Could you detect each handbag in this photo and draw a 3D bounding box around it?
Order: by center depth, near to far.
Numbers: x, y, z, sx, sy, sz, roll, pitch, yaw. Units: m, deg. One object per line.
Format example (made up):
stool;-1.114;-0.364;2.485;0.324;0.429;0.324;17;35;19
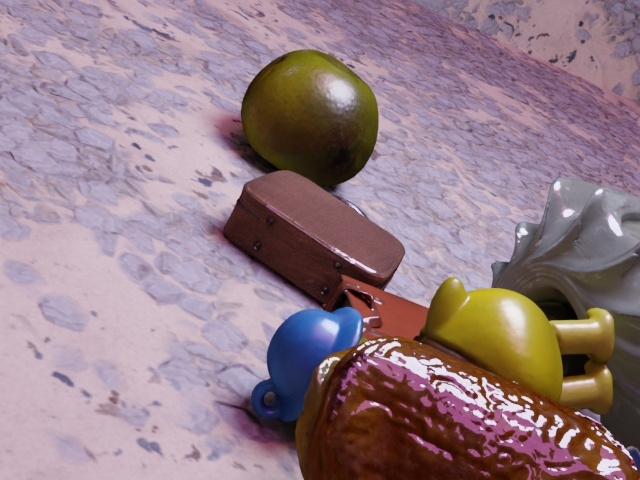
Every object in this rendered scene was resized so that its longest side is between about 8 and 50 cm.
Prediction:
handbag;0.099;0.114;1.153;0.190;0.063;0.127;21;25;-22
handbag;0.000;0.000;1.259;0.193;0.072;0.151;33;24;13

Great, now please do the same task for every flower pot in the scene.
flower pot;0.330;0.115;1.158;0.165;0.254;0.367;12;28;-39

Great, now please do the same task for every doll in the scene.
doll;0.112;0.133;1.013;0.363;0.199;0.145;-3;2;-19

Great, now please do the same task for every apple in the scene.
apple;-0.012;-0.170;1.485;0.196;0.157;0.196;30;16;-9

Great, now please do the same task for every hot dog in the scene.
hot dog;0.109;0.184;0.864;0.272;0.122;0.196;22;67;4

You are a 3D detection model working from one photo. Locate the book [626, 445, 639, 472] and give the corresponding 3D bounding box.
book;0.251;0.303;0.906;0.228;0.018;0.322;-5;36;-19
